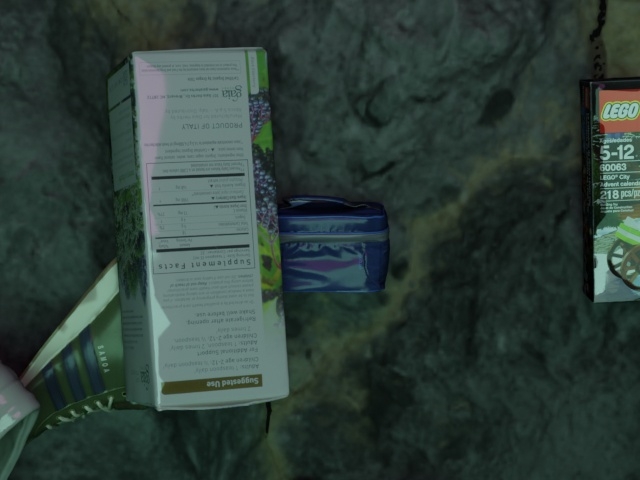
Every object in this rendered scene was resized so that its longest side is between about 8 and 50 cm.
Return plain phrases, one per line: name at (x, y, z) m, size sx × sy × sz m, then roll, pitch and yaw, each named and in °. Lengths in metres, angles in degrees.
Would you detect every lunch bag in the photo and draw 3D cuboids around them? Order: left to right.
lunch bag at (0.000, 0.000, 1.052) m, size 0.098 × 0.067 × 0.065 m, roll 0°, pitch 98°, yaw 0°

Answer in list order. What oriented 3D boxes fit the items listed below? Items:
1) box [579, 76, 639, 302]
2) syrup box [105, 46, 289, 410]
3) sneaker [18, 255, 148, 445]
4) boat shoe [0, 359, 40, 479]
box at (0.305, -0.041, 1.061) m, size 0.233 × 0.044 × 0.159 m, roll -3°, pitch 99°, yaw 0°
syrup box at (-0.085, -0.006, 1.005) m, size 0.096 × 0.093 × 0.237 m, roll -4°, pitch 88°, yaw -19°
sneaker at (-0.163, 0.101, 1.066) m, size 0.086 × 0.064 × 0.192 m, roll 39°, pitch 93°, yaw -1°
boat shoe at (-0.261, 0.187, 1.028) m, size 0.088 × 0.096 × 0.267 m, roll 36°, pitch 116°, yaw 15°
